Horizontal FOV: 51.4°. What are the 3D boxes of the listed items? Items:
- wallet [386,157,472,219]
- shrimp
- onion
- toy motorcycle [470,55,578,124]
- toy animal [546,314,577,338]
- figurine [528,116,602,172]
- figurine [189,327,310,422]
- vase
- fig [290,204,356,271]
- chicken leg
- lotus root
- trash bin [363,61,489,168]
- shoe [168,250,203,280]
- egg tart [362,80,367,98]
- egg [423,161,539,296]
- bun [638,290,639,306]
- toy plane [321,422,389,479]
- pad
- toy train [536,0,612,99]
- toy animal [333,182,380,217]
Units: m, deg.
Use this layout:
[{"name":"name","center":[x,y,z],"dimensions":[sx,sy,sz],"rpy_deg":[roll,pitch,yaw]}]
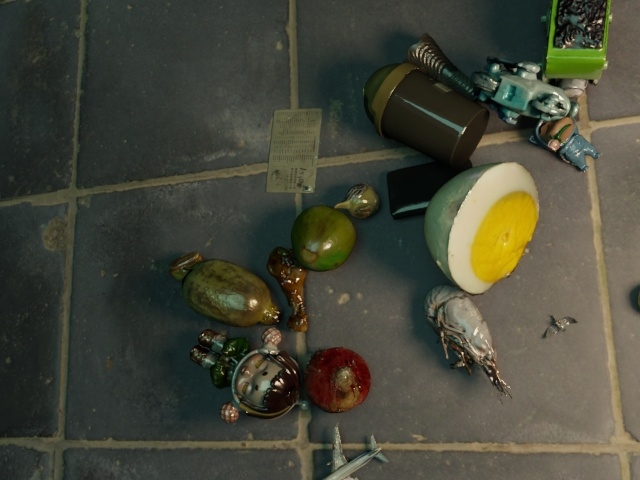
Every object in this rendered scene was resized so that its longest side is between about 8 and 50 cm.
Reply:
[{"name":"wallet","center":[0.306,-0.145,1.814],"dimensions":[0.250,0.044,0.149],"rpy_deg":[-12,71,16]},{"name":"shrimp","center":[0.368,0.262,1.674],"dimensions":[0.145,0.116,0.343],"rpy_deg":[-35,64,10]},{"name":"onion","center":[0.044,0.359,1.745],"dimensions":[0.184,0.147,0.183],"rpy_deg":[2,65,-5]},{"name":"toy motorcycle","center":[0.503,-0.361,1.639],"dimensions":[0.260,0.206,0.154],"rpy_deg":[33,116,29]},{"name":"toy animal","center":[0.590,0.206,1.652],"dimensions":[0.084,0.028,0.050],"rpy_deg":[-30,80,11]},{"name":"figurine","center":[0.620,-0.254,1.677],"dimensions":[0.178,0.144,0.114],"rpy_deg":[42,105,10]},{"name":"figurine","center":[-0.197,0.364,1.830],"dimensions":[0.370,0.167,0.281],"rpy_deg":[22,78,29]},{"name":"vase","center":[0.350,-0.454,1.830],"dimensions":[0.115,0.115,0.237],"rpy_deg":[-46,73,6]},{"name":"fig","center":[0.000,0.000,1.826],"dimensions":[0.181,0.191,0.180],"rpy_deg":[7,117,14]},{"name":"chicken leg","center":[-0.082,0.136,1.879],"dimensions":[0.107,0.087,0.251],"rpy_deg":[-19,80,38]},{"name":"lotus root","center":[-0.252,0.155,1.896],"dimensions":[0.310,0.173,0.173],"rpy_deg":[18,86,18]},{"name":"trash bin","center":[0.261,-0.343,1.775],"dimensions":[0.334,0.214,0.214],"rpy_deg":[34,92,21]},{"name":"shoe","center":[-0.401,0.082,2.000],"dimensions":[0.109,0.069,0.072],"rpy_deg":[-37,33,-3]},{"name":"egg tart","center":[0.167,-0.432,1.919],"dimensions":[0.105,0.039,0.105],"rpy_deg":[-3,79,16]},{"name":"egg","center":[0.369,-0.047,1.654],"dimensions":[0.201,0.337,0.337],"rpy_deg":[25,88,49]},{"name":"bun","center":[0.796,0.139,1.582],"dimensions":[0.086,0.055,0.086],"rpy_deg":[-1,80,5]},{"name":"toy plane","center":[0.071,0.600,1.741],"dimensions":[0.226,0.058,0.226],"rpy_deg":[-37,74,13]},{"name":"pad","center":[-0.081,-0.270,1.990],"dimensions":[0.160,0.009,0.264],"rpy_deg":[2,80,20]},{"name":"toy train","center":[0.637,-0.526,1.663],"dimensions":[0.174,0.249,0.307],"rpy_deg":[6,81,18]},{"name":"toy animal","center":[0.097,-0.114,1.843],"dimensions":[0.137,0.098,0.098],"rpy_deg":[4,79,-18]}]
